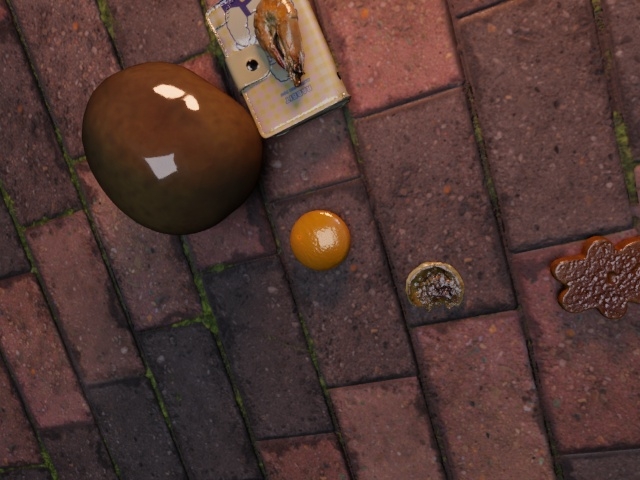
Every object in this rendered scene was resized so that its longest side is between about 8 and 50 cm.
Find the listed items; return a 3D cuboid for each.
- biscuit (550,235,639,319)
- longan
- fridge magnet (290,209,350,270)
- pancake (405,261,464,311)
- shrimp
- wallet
[{"bbox_3d":[0.603,0.072,0.878,0.237,0.039,0.179,-13,97,15],"label":"biscuit"},{"bbox_3d":[-0.303,-0.192,0.900,0.362,0.361,0.360,3,103,13],"label":"longan"},{"bbox_3d":[0.000,0.000,0.997,0.143,0.063,0.142,2,101,12],"label":"fridge magnet"},{"bbox_3d":[0.258,0.104,0.979,0.130,0.022,0.116,-12,100,11],"label":"pancake"},{"bbox_3d":[-0.077,-0.401,0.870,0.101,0.042,0.190,-18,95,31],"label":"shrimp"},{"bbox_3d":[-0.090,-0.397,0.922,0.224,0.077,0.309,-24,94,14],"label":"wallet"}]
